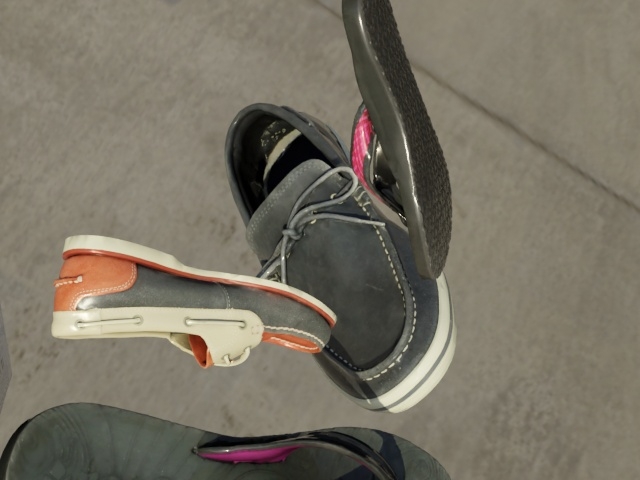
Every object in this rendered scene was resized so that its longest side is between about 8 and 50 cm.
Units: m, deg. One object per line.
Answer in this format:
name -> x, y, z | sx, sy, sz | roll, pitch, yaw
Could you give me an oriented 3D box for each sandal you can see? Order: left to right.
sandal -> -0.045, 0.231, 0.885 | 0.446, 0.107, 0.167 | 12, 69, -32
sandal -> 0.037, -0.061, 0.595 | 0.179, 0.040, 0.067 | 71, 26, -19

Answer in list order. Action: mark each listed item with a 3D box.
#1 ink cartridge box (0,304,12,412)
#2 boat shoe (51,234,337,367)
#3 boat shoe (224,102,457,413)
ink cartridge box -> -0.346, 0.141, 0.971 | 0.065, 0.311, 0.185 | 12, 58, -8
boat shoe -> -0.053, 0.035, 0.463 | 0.137, 0.049, 0.043 | 18, 67, -33
boat shoe -> 0.000, 0.000, 1.203 | 0.156, 0.187, 0.500 | 32, 21, -38
